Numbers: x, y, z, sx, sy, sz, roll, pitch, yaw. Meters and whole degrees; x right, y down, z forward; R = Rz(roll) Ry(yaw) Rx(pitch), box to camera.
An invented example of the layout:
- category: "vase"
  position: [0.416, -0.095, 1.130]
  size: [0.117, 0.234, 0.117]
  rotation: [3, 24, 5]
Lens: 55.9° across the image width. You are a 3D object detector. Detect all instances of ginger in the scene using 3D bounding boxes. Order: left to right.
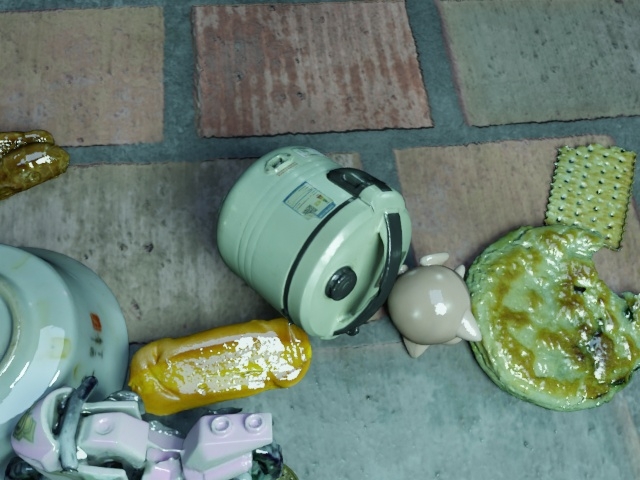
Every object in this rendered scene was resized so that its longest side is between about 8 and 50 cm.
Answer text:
- category: "ginger"
  position: [-0.476, -0.123, 0.922]
  size: [0.162, 0.073, 0.103]
  rotation: [-30, 72, -15]

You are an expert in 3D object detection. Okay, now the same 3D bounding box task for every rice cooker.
- category: "rice cooker"
  position: [0.000, 0.000, 0.816]
  size: [0.226, 0.226, 0.244]
  rotation: [-40, 54, -19]

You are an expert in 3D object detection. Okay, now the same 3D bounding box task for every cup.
- category: "cup"
  position: [-0.438, 0.139, 0.766]
  size: [0.348, 0.163, 0.347]
  rotation: [2, 66, -4]

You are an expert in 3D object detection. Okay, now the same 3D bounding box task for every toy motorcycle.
- category: "toy motorcycle"
  position: [-0.209, 0.244, 0.698]
  size: [0.327, 0.188, 0.143]
  rotation: [-3, 39, -3]

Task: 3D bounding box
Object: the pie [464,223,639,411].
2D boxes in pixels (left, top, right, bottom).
- category: "pie"
  position: [0.353, 0.107, 0.903]
  size: [0.303, 0.067, 0.302]
  rotation: [2, 67, -6]

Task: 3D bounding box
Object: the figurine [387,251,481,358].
- category: "figurine"
  position: [0.159, 0.092, 0.866]
  size: [0.125, 0.125, 0.138]
  rotation: [-18, 79, -12]

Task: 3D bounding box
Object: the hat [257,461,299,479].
- category: "hat"
  position: [-0.093, 0.351, 0.762]
  size: [0.146, 0.067, 0.146]
  rotation: [-3, 25, 1]

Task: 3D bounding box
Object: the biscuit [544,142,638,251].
- category: "biscuit"
  position: [0.459, -0.088, 1.023]
  size: [0.144, 0.016, 0.203]
  rotation: [19, 67, 3]

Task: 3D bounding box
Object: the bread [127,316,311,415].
- category: "bread"
  position: [-0.133, 0.171, 0.818]
  size: [0.246, 0.094, 0.102]
  rotation: [-9, 73, -9]
